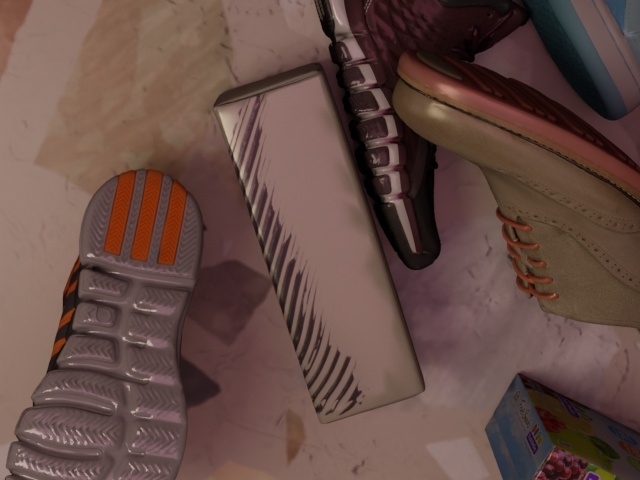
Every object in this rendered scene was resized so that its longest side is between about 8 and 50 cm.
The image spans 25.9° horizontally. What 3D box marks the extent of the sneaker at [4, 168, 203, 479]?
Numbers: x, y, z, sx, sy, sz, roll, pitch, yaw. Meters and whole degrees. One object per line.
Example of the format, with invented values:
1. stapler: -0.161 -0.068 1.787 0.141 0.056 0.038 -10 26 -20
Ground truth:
1. sneaker: -0.164 0.114 1.102 0.124 0.180 0.321 17 73 -7

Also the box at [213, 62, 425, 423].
1. box: 0.000 0.000 1.137 0.094 0.113 0.275 -18 100 2

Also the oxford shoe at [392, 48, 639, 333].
1. oxford shoe: 0.197 -0.011 1.093 0.397 0.140 0.146 30 105 -25

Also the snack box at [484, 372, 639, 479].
1. snack box: 0.251 0.206 1.156 0.207 0.174 0.070 28 102 -8

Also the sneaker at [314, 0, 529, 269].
1. sneaker: 0.100 -0.125 1.122 0.162 0.106 0.281 -16 101 -3

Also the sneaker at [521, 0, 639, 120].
1. sneaker: 0.238 -0.269 1.071 0.208 0.127 0.319 -32 125 1
